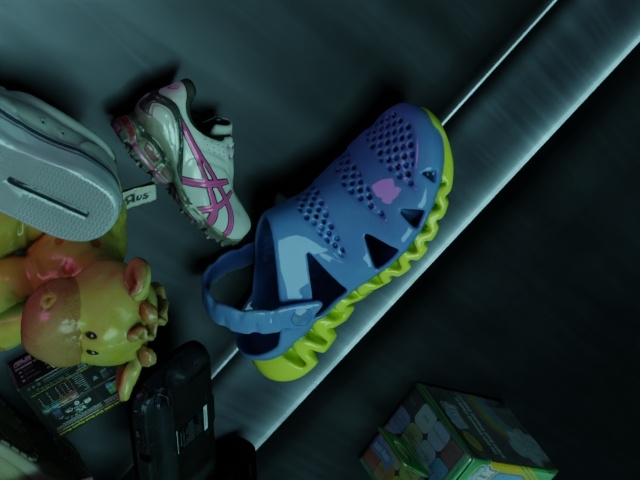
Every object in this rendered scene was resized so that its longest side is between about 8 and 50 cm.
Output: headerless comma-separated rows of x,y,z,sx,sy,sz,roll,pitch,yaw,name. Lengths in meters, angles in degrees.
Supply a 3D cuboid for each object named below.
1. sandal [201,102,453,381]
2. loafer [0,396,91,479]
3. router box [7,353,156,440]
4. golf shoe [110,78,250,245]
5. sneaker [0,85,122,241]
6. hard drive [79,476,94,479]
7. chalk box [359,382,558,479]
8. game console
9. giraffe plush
0.000,0.000,1.261,0.138,0.126,0.317,23,111,-40,sandal
-0.309,0.209,1.255,0.092,0.102,0.268,-39,141,0,loafer
-0.225,0.127,1.284,0.122,0.038,0.092,-29,137,-8,router box
-0.101,-0.063,1.172,0.086,0.067,0.186,-38,138,0,golf shoe
-0.271,-0.085,1.029,0.258,0.091,0.094,32,113,-24,sneaker
-0.371,0.326,1.277,0.353,0.047,0.233,-17,158,-10,hard drive
0.148,0.266,1.589,0.213,0.132,0.132,16,117,-40,chalk box
-0.137,0.241,1.368,0.213,0.044,0.361,-50,152,-42,game console
-0.204,0.046,1.125,0.210,0.170,0.181,-30,138,-7,giraffe plush
